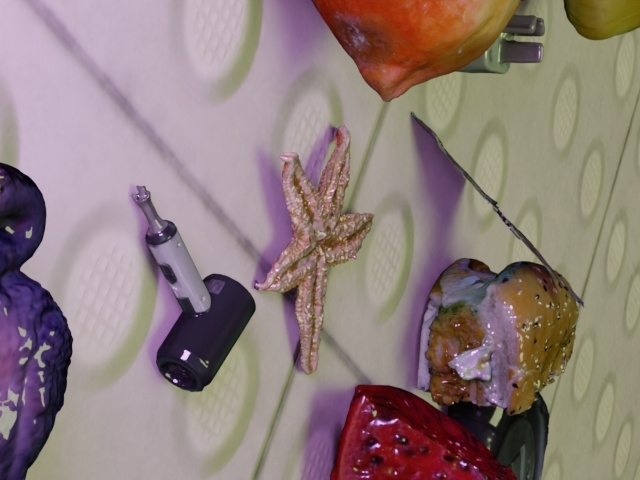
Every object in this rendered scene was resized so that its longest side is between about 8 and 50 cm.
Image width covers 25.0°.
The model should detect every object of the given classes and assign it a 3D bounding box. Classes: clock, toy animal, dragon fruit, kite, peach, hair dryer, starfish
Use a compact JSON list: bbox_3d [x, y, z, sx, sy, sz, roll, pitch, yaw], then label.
[{"bbox_3d":[0.257,0.367,2.135,0.325,0.067,0.325,-35,131,-56],"label":"clock"},{"bbox_3d":[-0.239,0.096,0.933,0.185,0.122,0.298,-41,136,-53],"label":"toy animal"},{"bbox_3d":[0.156,0.306,1.698,0.330,0.240,0.302,-18,112,-69],"label":"dragon fruit"},{"bbox_3d":[0.218,-0.038,1.766,0.011,0.335,0.314,-42,-166,7],"label":"kite"},{"bbox_3d":[0.088,-0.261,1.382,0.232,0.232,0.257,3,106,-65],"label":"peach"},{"bbox_3d":[-0.125,0.032,1.247,0.100,0.057,0.198,-59,139,-38],"label":"hair dryer"},{"bbox_3d":[0.006,0.001,1.498,0.231,0.048,0.295,-51,143,-46],"label":"starfish"}]

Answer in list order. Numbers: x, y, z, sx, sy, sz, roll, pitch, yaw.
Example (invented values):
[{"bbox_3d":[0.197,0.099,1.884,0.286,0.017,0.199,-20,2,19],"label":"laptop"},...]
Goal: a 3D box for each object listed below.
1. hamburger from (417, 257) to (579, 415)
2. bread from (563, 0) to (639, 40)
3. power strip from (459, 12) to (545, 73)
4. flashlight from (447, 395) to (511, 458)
[{"bbox_3d":[0.231,0.107,1.866,0.288,0.167,0.192,-30,126,-57],"label":"hamburger"},{"bbox_3d":[0.379,-0.454,1.885,0.377,0.208,0.251,74,8,-48],"label":"bread"},{"bbox_3d":[0.204,-0.328,1.696,0.229,0.141,0.261,-3,99,-63],"label":"power strip"},{"bbox_3d":[0.169,0.357,1.922,0.103,0.103,0.424,60,44,-54],"label":"flashlight"}]
